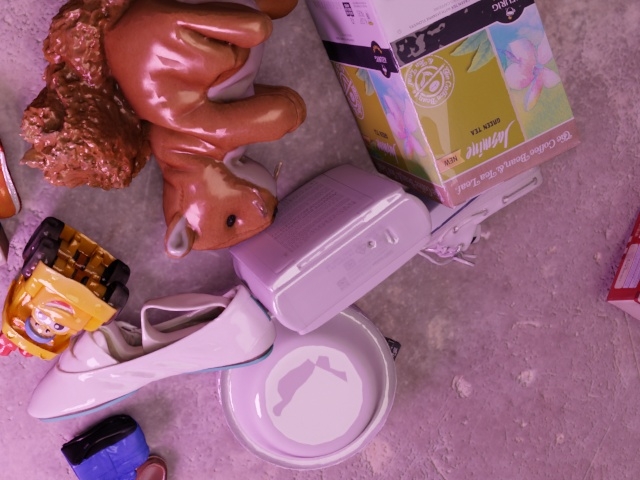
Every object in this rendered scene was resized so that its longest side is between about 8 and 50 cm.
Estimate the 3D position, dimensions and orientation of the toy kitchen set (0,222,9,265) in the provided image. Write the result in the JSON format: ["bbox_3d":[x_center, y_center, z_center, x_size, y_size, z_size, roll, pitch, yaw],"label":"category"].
[{"bbox_3d":[-0.571,-0.018,1.513,0.207,0.122,0.166,-21,107,-10],"label":"toy kitchen set"}]

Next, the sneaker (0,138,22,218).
[{"bbox_3d":[-0.485,-0.111,1.546,0.067,0.064,0.175,-16,106,-13],"label":"sneaker"}]

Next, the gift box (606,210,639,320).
[{"bbox_3d":[0.669,0.052,1.805,0.258,0.276,0.255,29,81,-16],"label":"gift box"}]

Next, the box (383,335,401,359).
[{"bbox_3d":[0.089,0.199,1.796,0.067,0.018,0.083,21,96,-19],"label":"box"}]

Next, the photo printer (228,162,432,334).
[{"bbox_3d":[0.000,0.000,1.573,0.256,0.307,0.107,-37,110,-8],"label":"photo printer"}]

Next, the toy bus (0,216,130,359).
[{"bbox_3d":[-0.393,0.096,1.543,0.149,0.220,0.211,38,97,-19],"label":"toy bus"}]

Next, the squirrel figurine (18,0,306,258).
[{"bbox_3d":[-0.218,-0.169,1.536,0.396,0.281,0.371,1,113,-1],"label":"squirrel figurine"}]

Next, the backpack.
[{"bbox_3d":[-0.329,0.335,1.677,0.120,0.098,0.101,-33,118,-19],"label":"backpack"}]

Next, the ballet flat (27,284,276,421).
[{"bbox_3d":[-0.266,0.154,1.596,0.400,0.139,0.139,-16,107,8],"label":"ballet flat"}]

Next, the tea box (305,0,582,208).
[{"bbox_3d":[0.167,-0.256,1.549,0.220,0.329,0.324,-27,107,-8],"label":"tea box"}]

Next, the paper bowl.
[{"bbox_3d":[-0.020,0.226,1.695,0.284,0.148,0.284,-2,100,-9],"label":"paper bowl"}]

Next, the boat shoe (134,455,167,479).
[{"bbox_3d":[-0.293,0.434,1.725,0.064,0.060,0.178,25,95,-19],"label":"boat shoe"}]

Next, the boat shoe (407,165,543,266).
[{"bbox_3d":[0.214,-0.024,1.730,0.367,0.136,0.156,-37,112,-15],"label":"boat shoe"}]
